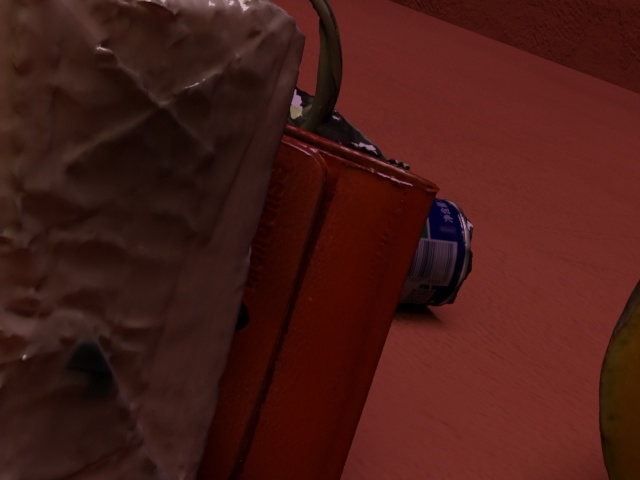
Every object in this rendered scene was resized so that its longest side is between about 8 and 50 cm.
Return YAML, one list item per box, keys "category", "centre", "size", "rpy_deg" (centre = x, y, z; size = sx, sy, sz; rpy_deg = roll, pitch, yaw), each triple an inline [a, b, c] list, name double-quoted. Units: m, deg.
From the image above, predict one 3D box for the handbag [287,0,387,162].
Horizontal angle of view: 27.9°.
- category: "handbag"
  centre: [-0.074, -0.061, 0.789]
  size: [0.241, 0.315, 0.109]
  rpy_deg: [42, 62, 1]

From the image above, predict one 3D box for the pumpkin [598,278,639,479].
- category: "pumpkin"
  centre: [0.318, 0.092, 0.691]
  size: [0.332, 0.332, 0.199]
  rpy_deg: [25, 26, 28]

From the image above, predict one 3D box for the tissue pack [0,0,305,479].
- category: "tissue pack"
  centre: [-0.219, -0.050, 0.675]
  size: [0.380, 0.297, 0.207]
  rpy_deg: [28, 21, 39]

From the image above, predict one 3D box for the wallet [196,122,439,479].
- category: "wallet"
  centre: [-0.031, 0.039, 0.706]
  size: [0.142, 0.204, 0.045]
  rpy_deg: [23, 17, 19]

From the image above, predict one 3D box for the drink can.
- category: "drink can"
  centre: [0.000, 0.000, 1.034]
  size: [0.235, 0.097, 0.097]
  rpy_deg: [5, 20, -26]
